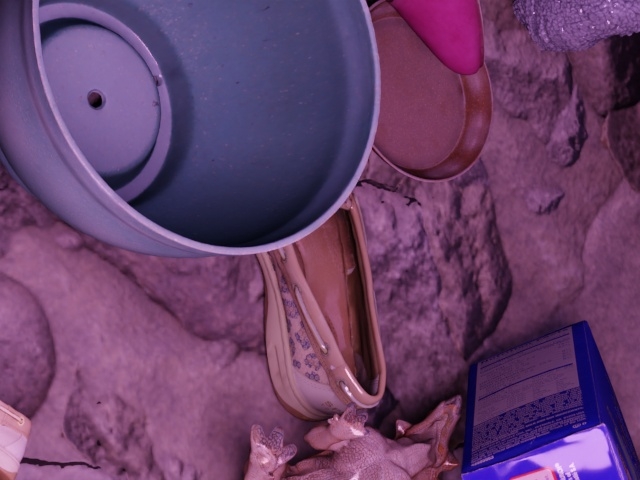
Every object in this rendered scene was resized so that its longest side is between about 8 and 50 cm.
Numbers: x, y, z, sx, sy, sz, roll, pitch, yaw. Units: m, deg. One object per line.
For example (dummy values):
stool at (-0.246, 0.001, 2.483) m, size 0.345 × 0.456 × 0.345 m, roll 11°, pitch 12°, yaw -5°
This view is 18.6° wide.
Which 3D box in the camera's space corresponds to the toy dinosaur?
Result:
toy dinosaur at (-0.001, 0.208, 1.511) m, size 0.295 × 0.200 × 0.127 m, roll -14°, pitch 77°, yaw -11°

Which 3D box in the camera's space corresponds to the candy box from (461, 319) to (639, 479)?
candy box at (0.207, 0.236, 1.546) m, size 0.317 × 0.122 × 0.268 m, roll -61°, pitch 131°, yaw -77°

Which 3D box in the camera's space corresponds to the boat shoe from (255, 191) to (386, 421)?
boat shoe at (0.000, 0.000, 1.577) m, size 0.104 × 0.089 × 0.285 m, roll -9°, pitch 85°, yaw -38°

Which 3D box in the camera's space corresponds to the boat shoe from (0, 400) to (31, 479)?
boat shoe at (-0.269, 0.103, 1.365) m, size 0.170 × 0.063 × 0.059 m, roll 47°, pitch 53°, yaw -32°

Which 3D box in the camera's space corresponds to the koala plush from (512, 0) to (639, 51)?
koala plush at (0.234, -0.305, 1.757) m, size 0.203 × 0.196 × 0.221 m, roll -41°, pitch 118°, yaw -29°

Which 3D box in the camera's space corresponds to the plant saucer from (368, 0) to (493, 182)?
plant saucer at (0.081, -0.131, 1.710) m, size 0.168 × 0.029 × 0.168 m, roll 9°, pitch 74°, yaw -36°

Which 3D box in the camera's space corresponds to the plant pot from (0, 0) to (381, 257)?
plant pot at (-0.128, -0.118, 1.434) m, size 0.293 × 0.196 × 0.293 m, roll 9°, pitch 74°, yaw -36°

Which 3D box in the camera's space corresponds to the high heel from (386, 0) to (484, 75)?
high heel at (-0.006, -0.270, 1.611) m, size 0.181 × 0.127 × 0.377 m, roll -31°, pitch 107°, yaw -5°
